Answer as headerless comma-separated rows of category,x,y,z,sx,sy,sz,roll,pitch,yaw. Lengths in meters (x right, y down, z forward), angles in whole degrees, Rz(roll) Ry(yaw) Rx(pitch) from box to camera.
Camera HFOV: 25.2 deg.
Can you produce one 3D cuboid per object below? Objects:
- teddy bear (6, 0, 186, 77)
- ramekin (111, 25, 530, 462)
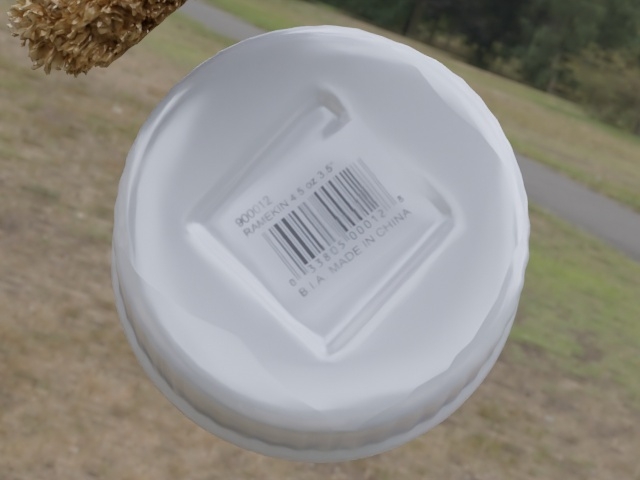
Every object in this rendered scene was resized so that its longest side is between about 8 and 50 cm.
teddy bear,-0.083,-0.202,0.809,0.113,0.245,0.338,47,9,-12
ramekin,0.000,0.000,0.901,0.277,0.277,0.135,20,-9,2
